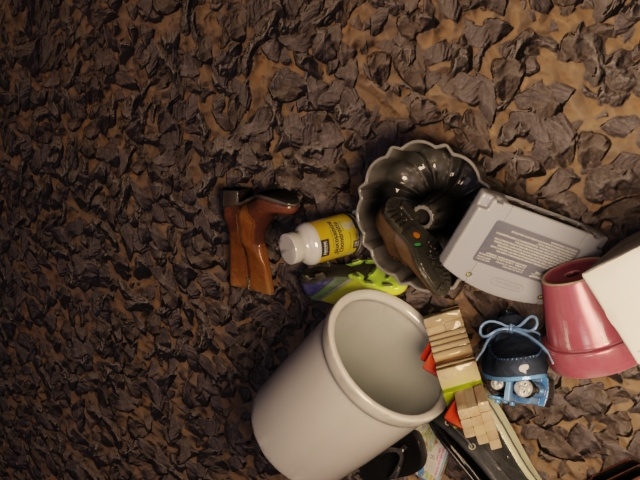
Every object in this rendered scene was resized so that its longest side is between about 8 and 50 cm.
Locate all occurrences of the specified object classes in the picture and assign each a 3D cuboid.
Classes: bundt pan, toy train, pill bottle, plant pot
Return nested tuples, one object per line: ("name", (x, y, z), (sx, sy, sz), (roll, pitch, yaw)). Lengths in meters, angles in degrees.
("bundt pan", (0.248, -0.059, 1.595), (0.331, 0.124, 0.330), (8, 105, 33))
("toy train", (0.421, 0.308, 1.535), (0.105, 0.184, 0.080), (1, 77, 33))
("pill bottle", (0.000, 0.000, 1.729), (0.103, 0.184, 0.103), (30, 128, 49))
("plant pot", (0.512, 0.138, 1.399), (0.201, 0.201, 0.180), (-14, 104, 36))

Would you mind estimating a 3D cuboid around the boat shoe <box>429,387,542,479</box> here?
("boat shoe", (0.394, 0.550, 1.550), (0.500, 0.156, 0.186), (61, 164, 22))

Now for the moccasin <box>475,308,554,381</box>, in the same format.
("moccasin", (0.367, 0.201, 1.450), (0.138, 0.342, 0.116), (-3, 91, 5))

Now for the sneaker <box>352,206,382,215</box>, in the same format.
("sneaker", (0.120, -0.045, 1.737), (0.098, 0.038, 0.069), (-1, 100, 35))

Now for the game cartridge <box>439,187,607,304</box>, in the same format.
("game cartridge", (0.395, 0.024, 1.452), (0.297, 0.062, 0.198), (18, 123, -18))

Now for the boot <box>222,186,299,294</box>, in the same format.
("boot", (-0.153, 0.009, 1.902), (0.264, 0.096, 0.280), (5, 105, 33))

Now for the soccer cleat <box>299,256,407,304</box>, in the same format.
("soccer cleat", (0.086, 0.109, 1.785), (0.289, 0.093, 0.121), (0, 132, 30))

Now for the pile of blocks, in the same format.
("pile of blocks", (0.280, 0.289, 1.553), (0.113, 0.362, 0.149), (-17, 127, 9))

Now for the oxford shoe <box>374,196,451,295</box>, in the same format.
("oxford shoe", (0.193, 0.022, 1.540), (0.227, 0.083, 0.096), (59, 144, 9))

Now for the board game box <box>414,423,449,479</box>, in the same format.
("board game box", (0.262, 0.507, 1.779), (0.103, 0.026, 0.154), (24, 114, 28))

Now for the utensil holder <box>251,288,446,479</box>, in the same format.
("utensil holder", (0.057, 0.348, 1.690), (0.327, 0.328, 0.385), (53, 130, 13))

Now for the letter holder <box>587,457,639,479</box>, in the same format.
("letter holder", (0.688, 0.583, 1.434), (0.214, 0.152, 0.301), (-43, 77, 32))

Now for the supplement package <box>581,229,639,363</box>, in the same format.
("supplement package", (0.611, 0.063, 1.272), (0.175, 0.293, 0.177), (-35, 81, 35))

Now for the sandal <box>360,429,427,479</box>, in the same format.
("sandal", (0.174, 0.547, 1.802), (0.254, 0.055, 0.097), (-49, 59, 41))
